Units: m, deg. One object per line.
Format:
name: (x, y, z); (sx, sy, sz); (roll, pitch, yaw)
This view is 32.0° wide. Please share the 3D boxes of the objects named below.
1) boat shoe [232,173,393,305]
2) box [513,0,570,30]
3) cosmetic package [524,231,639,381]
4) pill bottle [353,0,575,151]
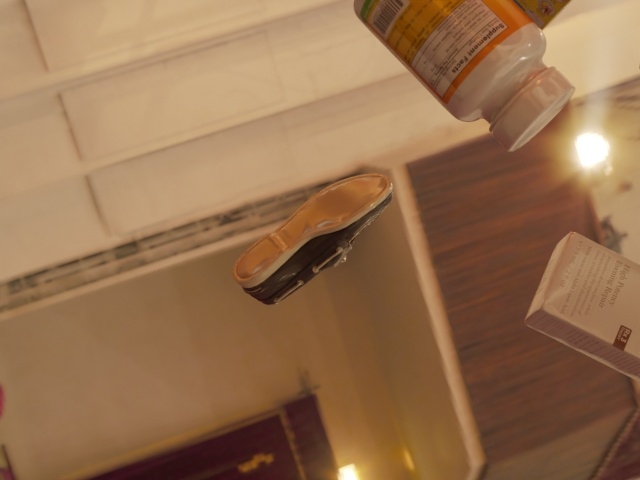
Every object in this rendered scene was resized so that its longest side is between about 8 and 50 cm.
boat shoe: (0.000, 0.000, 1.257); (0.065, 0.206, 0.075); (54, 4, -37)
box: (0.280, -0.338, 1.399); (0.105, 0.043, 0.179); (46, -20, 1)
cosmetic package: (0.382, 0.097, 1.377); (0.231, 0.117, 0.085); (25, -17, 2)
pill bottle: (0.165, -0.221, 1.254); (0.245, 0.136, 0.136); (48, -15, 10)
